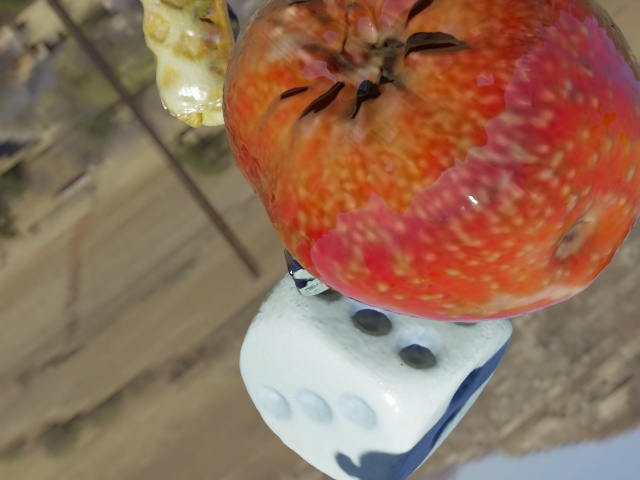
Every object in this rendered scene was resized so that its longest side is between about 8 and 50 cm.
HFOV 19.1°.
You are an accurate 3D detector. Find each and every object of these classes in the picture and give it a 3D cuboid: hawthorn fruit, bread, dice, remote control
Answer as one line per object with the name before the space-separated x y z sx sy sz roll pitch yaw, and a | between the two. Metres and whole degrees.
hawthorn fruit | 0.095 -0.076 1.277 0.299 0.275 0.275 16 136 -34
bread | -0.144 -0.250 2.243 0.128 0.232 0.088 -13 -178 -41
dice | 0.072 0.139 2.471 0.264 0.268 0.262 -42 164 -33
remote control | 0.001 0.002 2.070 0.097 0.045 0.256 -31 160 -11
